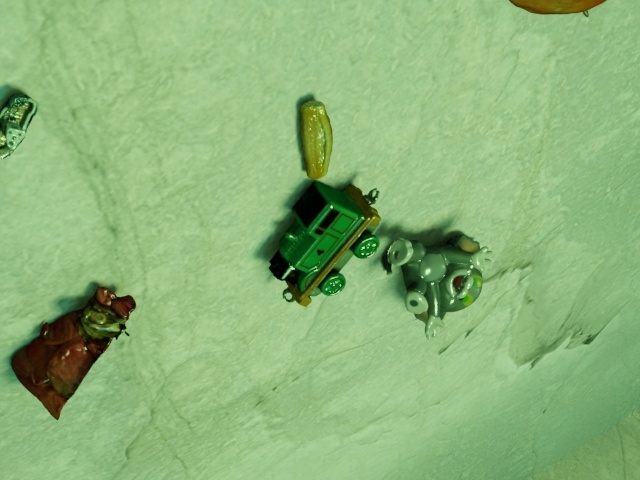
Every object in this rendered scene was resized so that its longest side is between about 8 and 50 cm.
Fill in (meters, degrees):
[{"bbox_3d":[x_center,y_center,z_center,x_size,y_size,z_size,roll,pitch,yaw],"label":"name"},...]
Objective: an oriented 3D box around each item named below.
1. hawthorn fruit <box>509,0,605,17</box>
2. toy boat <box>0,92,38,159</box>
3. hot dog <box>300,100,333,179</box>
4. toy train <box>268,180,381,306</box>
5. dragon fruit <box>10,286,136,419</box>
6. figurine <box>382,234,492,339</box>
[{"bbox_3d":[0.297,-0.363,1.020,0.210,0.210,0.262,-36,152,-3],"label":"hawthorn fruit"},{"bbox_3d":[-0.324,-0.117,0.881,0.038,0.038,0.083,10,122,-47],"label":"toy boat"},{"bbox_3d":[-0.004,-0.138,1.148,0.044,0.028,0.137,-7,138,0],"label":"hot dog"},{"bbox_3d":[0.000,0.000,1.257,0.136,0.091,0.228,28,111,-41],"label":"toy train"},{"bbox_3d":[-0.312,0.153,1.141,0.192,0.092,0.122,-45,144,9],"label":"dragon fruit"},{"bbox_3d":[0.191,0.070,1.464,0.265,0.140,0.193,17,95,-36],"label":"figurine"}]
